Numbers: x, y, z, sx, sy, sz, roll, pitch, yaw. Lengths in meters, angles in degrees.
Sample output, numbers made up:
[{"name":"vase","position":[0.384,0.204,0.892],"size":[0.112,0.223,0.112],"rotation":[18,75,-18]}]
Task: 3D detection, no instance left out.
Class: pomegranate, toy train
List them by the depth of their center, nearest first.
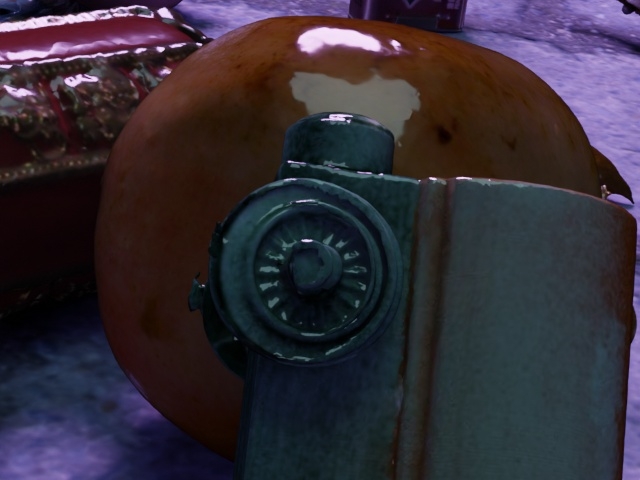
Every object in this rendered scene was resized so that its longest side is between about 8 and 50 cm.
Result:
[{"name":"toy train","position":[0.033,0.097,0.503],"size":[0.177,0.285,0.116],"rotation":[8,-15,-7]},{"name":"pomegranate","position":[0.000,0.000,0.709],"size":[0.270,0.229,0.252],"rotation":[17,17,38]}]

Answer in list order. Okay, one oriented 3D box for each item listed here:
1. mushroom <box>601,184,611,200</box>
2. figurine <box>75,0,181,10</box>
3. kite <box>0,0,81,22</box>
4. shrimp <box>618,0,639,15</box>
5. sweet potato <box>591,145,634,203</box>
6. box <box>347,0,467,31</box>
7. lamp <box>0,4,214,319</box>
[{"name":"mushroom","position":[0.080,-0.057,0.967],"size":[0.095,0.123,0.351],"rotation":[11,16,-26]},{"name":"figurine","position":[-0.181,-0.293,1.337],"size":[0.173,0.173,0.173],"rotation":[6,26,-3]},{"name":"kite","position":[-0.342,-0.207,1.287],"size":[0.406,0.014,0.368],"rotation":[22,29,29]},{"name":"shrimp","position":[0.387,-0.248,1.446],"size":[0.343,0.116,0.145],"rotation":[26,31,21]},{"name":"sweet potato","position":[0.125,-0.091,1.121],"size":[0.274,0.067,0.067],"rotation":[27,31,23]},{"name":"box","position":[0.100,-0.322,1.400],"size":[0.120,0.224,0.069],"rotation":[-3,29,-17]},{"name":"lamp","position":[-0.163,-0.048,0.843],"size":[0.274,0.177,0.177],"rotation":[-17,35,-37]}]
